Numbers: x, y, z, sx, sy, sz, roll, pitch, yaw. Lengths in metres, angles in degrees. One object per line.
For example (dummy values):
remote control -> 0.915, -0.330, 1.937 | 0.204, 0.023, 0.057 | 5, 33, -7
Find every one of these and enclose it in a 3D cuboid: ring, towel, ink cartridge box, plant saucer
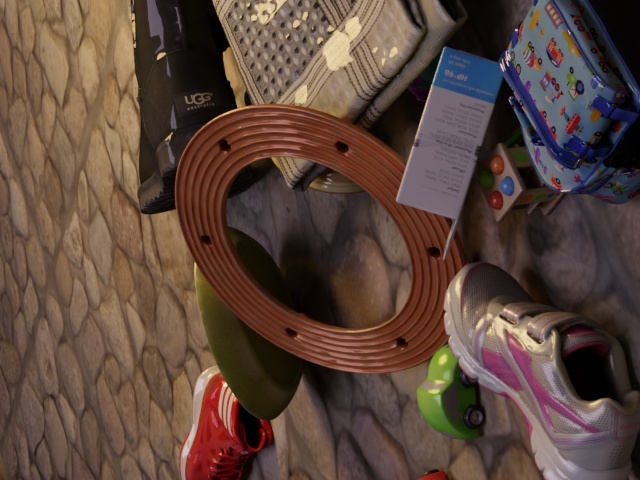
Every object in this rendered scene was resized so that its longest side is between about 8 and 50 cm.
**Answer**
ring -> 0.000, 0.000, 1.508 | 0.336, 0.032, 0.336 | 18, 132, 21
towel -> -0.006, -0.254, 1.457 | 0.324, 0.056, 0.312 | -45, 58, 47
ink cartridge box -> 0.113, -0.080, 1.321 | 0.104, 0.060, 0.180 | -44, -28, -82
plant saucer -> -0.075, 0.091, 1.718 | 0.037, 0.241, 0.241 | -17, 78, 18

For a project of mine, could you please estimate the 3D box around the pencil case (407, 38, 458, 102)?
pencil case -> 0.074, -0.195, 1.465 | 0.152, 0.064, 0.070 | 39, 112, 53

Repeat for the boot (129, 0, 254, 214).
boot -> -0.194, -0.279, 1.816 | 0.367, 0.146, 0.445 | 140, 116, -73

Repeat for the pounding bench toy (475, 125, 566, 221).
pounding bench toy -> 0.173, -0.067, 1.305 | 0.052, 0.065, 0.083 | -58, 46, 51

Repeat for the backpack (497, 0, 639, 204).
backpack -> 0.213, -0.112, 1.165 | 0.173, 0.117, 0.158 | 118, 137, -53

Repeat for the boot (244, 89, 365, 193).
boot -> -0.002, -0.188, 1.585 | 0.262, 0.095, 0.203 | -122, 36, -50

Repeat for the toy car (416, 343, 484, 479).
toy car -> 0.130, 0.217, 1.472 | 0.239, 0.053, 0.225 | 1, 98, 62

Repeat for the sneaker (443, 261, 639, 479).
sneaker -> 0.203, 0.099, 1.267 | 0.252, 0.103, 0.111 | 53, 137, 34

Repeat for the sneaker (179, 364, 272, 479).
sneaker -> -0.126, 0.289, 1.952 | 0.128, 0.087, 0.221 | 31, 125, 58
